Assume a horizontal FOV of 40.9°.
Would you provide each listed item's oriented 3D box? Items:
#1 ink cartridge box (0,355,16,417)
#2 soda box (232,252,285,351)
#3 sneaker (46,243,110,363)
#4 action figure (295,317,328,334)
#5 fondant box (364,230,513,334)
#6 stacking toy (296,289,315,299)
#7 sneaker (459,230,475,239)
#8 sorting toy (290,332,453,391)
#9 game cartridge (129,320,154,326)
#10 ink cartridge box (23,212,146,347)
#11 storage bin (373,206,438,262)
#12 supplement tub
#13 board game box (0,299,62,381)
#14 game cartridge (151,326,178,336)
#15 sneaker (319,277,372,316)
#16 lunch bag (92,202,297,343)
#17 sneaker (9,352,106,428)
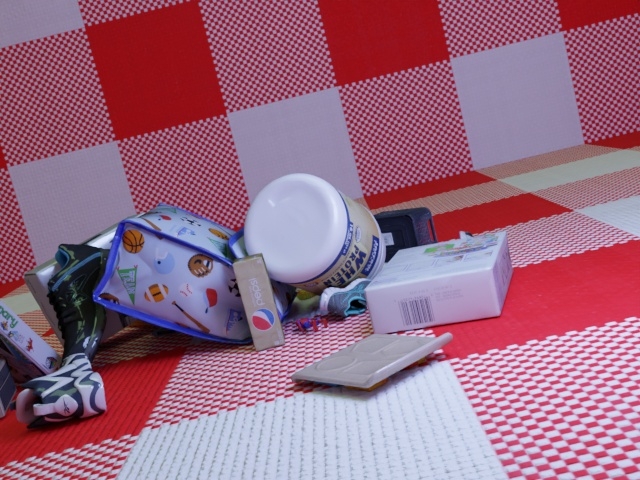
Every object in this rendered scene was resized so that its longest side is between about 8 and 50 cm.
[{"bbox_3d":[-0.740,0.318,1.698,0.235,0.088,0.193,-15,8,-11],"label":"ink cartridge box"},{"bbox_3d":[-0.120,0.120,1.684,0.061,0.181,0.058,-14,9,-1],"label":"soda box"},{"bbox_3d":[-0.538,0.150,1.874,0.140,0.125,0.340,17,43,-20],"label":"sneaker"},{"bbox_3d":[-0.023,0.170,1.724,0.038,0.030,0.115,-11,2,-23],"label":"action figure"},{"bbox_3d":[0.243,0.077,1.686,0.238,0.096,0.330,-11,10,19],"label":"fondant box"},{"bbox_3d":[-0.075,0.049,2.121,0.052,0.166,0.221,-16,10,-14],"label":"stacking toy"},{"bbox_3d":[0.361,0.025,1.976,0.077,0.071,0.178,-1,18,3],"label":"sneaker"},{"bbox_3d":[0.083,0.196,1.381,0.193,0.038,0.208,-21,7,-39],"label":"sorting toy"},{"bbox_3d":[-0.302,0.151,2.242,0.285,0.052,0.324,-6,14,41],"label":"game cartridge"},{"bbox_3d":[-0.517,0.102,2.078,0.307,0.223,0.129,-33,13,-30],"label":"ink cartridge box"},{"bbox_3d":[0.202,-0.013,2.231,0.180,0.122,0.084,-6,12,43],"label":"storage bin"},{"bbox_3d":[0.000,0.000,1.855,0.228,0.228,0.316,-10,-16,22],"label":"supplement tub"},{"bbox_3d":[-0.693,0.188,1.804,0.193,0.305,0.053,-6,42,39],"label":"board game box"},{"bbox_3d":[-0.351,0.209,2.032,0.083,0.017,0.056,-10,6,22],"label":"game cartridge"},{"bbox_3d":[0.075,0.127,1.791,0.076,0.064,0.167,26,28,37],"label":"sneaker"},{"bbox_3d":[-0.243,0.075,1.879,0.386,0.238,0.328,22,11,2],"label":"lunch bag"},{"bbox_3d":[-0.491,0.274,1.561,0.153,0.094,0.235,-9,15,-27],"label":"sneaker"}]
